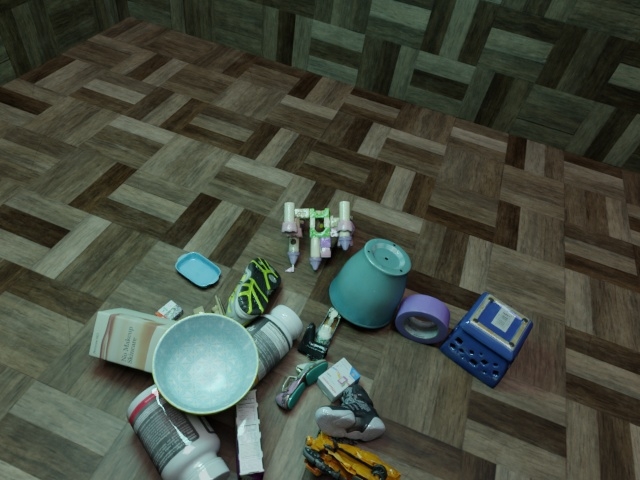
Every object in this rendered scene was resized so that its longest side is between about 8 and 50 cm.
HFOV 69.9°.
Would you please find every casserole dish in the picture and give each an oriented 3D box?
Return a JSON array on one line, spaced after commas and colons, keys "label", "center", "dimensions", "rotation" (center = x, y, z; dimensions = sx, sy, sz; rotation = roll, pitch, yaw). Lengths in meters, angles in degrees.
[{"label": "casserole dish", "center": [-0.477, 0.120, 1.789], "dimensions": [0.188, 0.037, 0.114], "rotation": [32, 50, 18]}]

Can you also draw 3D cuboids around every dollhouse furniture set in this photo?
[{"label": "dollhouse furniture set", "center": [-0.416, 0.267, 1.612], "dimensions": [0.151, 0.144, 0.123], "rotation": [-23, 49, -10]}]

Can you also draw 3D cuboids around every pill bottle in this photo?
[{"label": "pill bottle", "center": [-0.397, 0.569, 1.300], "dimensions": [0.176, 0.176, 0.318], "rotation": [-29, 58, -31]}, {"label": "pill bottle", "center": [-0.195, 0.352, 1.543], "dimensions": [0.162, 0.162, 0.278], "rotation": [34, 51, 20]}]

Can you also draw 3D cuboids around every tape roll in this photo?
[{"label": "tape roll", "center": [0.375, 0.290, 1.680], "dimensions": [0.189, 0.189, 0.080], "rotation": [19, 47, 8]}]

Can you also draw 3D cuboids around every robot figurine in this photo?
[{"label": "robot figurine", "center": [0.080, 0.656, 1.325], "dimensions": [0.291, 0.085, 0.211], "rotation": [22, 6, 18]}]

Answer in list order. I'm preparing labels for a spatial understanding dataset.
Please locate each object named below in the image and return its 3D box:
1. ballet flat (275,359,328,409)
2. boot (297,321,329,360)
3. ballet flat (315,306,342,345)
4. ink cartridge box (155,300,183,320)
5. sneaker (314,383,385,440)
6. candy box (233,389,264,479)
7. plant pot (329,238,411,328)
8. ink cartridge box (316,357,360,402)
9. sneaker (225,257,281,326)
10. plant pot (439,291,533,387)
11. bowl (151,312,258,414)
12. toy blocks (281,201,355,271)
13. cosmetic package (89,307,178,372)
[{"label": "ballet flat", "center": [-0.068, 0.465, 1.530], "dimensions": [0.079, 0.077, 0.221], "rotation": [19, 45, 34]}, {"label": "boot", "center": [-0.016, 0.362, 1.617], "dimensions": [0.099, 0.045, 0.121], "rotation": [21, 79, 20]}, {"label": "ballet flat", "center": [0.028, 0.313, 1.683], "dimensions": [0.070, 0.070, 0.188], "rotation": [20, 48, 9]}, {"label": "ink cartridge box", "center": [-0.556, 0.273, 1.640], "dimensions": [0.063, 0.029, 0.115], "rotation": [32, 50, 18]}, {"label": "sneaker", "center": [0.078, 0.527, 1.433], "dimensions": [0.269, 0.101, 0.153], "rotation": [28, 25, -32]}, {"label": "candy box", "center": [-0.212, 0.579, 1.335], "dimensions": [0.071, 0.159, 0.233], "rotation": [-2, 48, -13]}, {"label": "plant pot", "center": [0.201, 0.140, 1.703], "dimensions": [0.272, 0.255, 0.271], "rotation": [14, 39, -12]}, {"label": "ink cartridge box", "center": [0.061, 0.473, 1.551], "dimensions": [0.122, 0.052, 0.088], "rotation": [-30, 60, -30]}, {"label": "sneaker", "center": [-0.256, 0.184, 1.665], "dimensions": [0.145, 0.147, 0.384], "rotation": [45, 21, -5]}, {"label": "plant pot", "center": [0.612, 0.344, 1.657], "dimensions": [0.236, 0.212, 0.236], "rotation": [35, 52, 22]}, {"label": "bowl", "center": [-0.335, 0.375, 1.335], "dimensions": [0.290, 0.156, 0.289], "rotation": [9, 55, -12]}, {"label": "toy blocks", "center": [0.000, 0.000, 1.895], "dimensions": [0.289, 0.309, 0.260], "rotation": [-1, 80, 4]}, {"label": "cosmetic package", "center": [-0.558, 0.321, 1.459], "dimensions": [0.296, 0.129, 0.153], "rotation": [9, 88, 14]}]
